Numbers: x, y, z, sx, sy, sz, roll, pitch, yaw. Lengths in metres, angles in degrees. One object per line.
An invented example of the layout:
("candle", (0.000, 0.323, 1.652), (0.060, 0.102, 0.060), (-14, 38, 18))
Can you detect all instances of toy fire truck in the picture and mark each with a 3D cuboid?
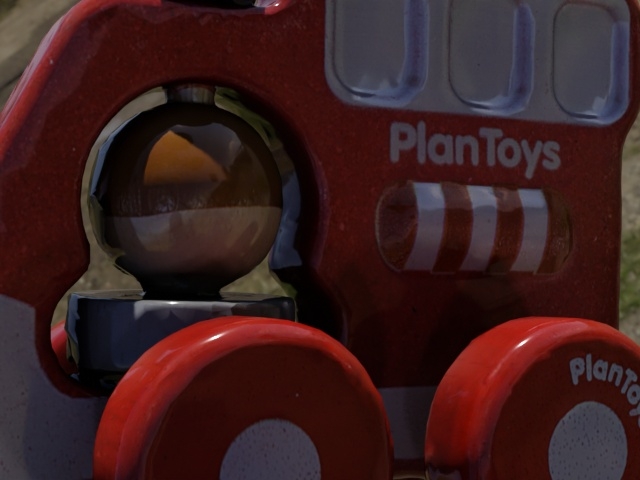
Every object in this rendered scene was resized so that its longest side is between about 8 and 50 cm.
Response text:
("toy fire truck", (0.000, 0.000, 0.483), (0.302, 0.254, 0.169), (3, -3, -27))
